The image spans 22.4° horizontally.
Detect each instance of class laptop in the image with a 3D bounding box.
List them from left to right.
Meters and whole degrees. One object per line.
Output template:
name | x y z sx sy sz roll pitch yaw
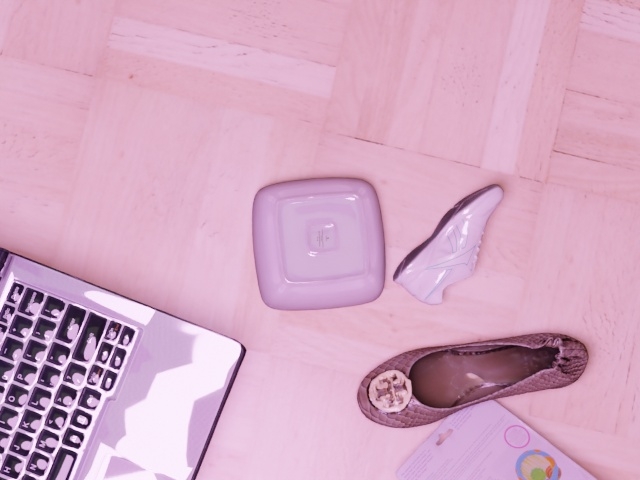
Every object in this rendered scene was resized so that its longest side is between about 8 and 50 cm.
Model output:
laptop | -0.320 0.194 1.480 0.407 0.236 0.382 22 83 -2

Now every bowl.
bowl | 0.000 0.000 1.710 0.142 0.053 0.142 -4 82 -5

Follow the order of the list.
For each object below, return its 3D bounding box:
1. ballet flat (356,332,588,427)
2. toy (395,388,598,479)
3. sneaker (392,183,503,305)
ballet flat | 0.161 0.141 1.693 0.249 0.058 0.084 -9 72 -5
toy | 0.210 0.277 1.675 0.237 0.056 0.137 36 63 22
sneaker | 0.147 0.004 1.723 0.061 0.054 0.152 43 88 -7
